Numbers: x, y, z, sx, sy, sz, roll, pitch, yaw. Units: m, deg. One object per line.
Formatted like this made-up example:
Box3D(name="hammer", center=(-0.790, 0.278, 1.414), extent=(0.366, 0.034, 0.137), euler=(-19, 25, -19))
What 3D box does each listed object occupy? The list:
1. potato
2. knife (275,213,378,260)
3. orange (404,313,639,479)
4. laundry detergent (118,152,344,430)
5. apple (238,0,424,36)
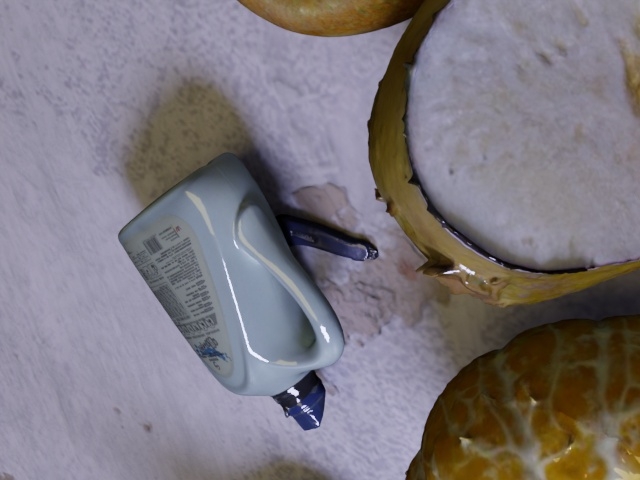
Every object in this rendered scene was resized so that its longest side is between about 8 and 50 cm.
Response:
Box3D(name="potato", center=(0.176, -0.086, 0.630), extent=(0.300, 0.196, 0.246), euler=(-11, 89, -9))
Box3D(name="knife", center=(0.000, 0.000, 0.878), extent=(0.121, 0.018, 0.031), euler=(18, 119, 21))
Box3D(name="orange", center=(0.228, 0.216, 0.698), extent=(0.329, 0.249, 0.329), euler=(1, 94, 12))
Box3D(name="laundry detergent", center=(-0.069, 0.067, 0.883), extent=(0.280, 0.105, 0.215), euler=(56, 143, -4))
Box3D(name="apple", center=(0.014, -0.270, 0.636), extent=(0.237, 0.207, 0.237), euler=(17, 140, 15))
